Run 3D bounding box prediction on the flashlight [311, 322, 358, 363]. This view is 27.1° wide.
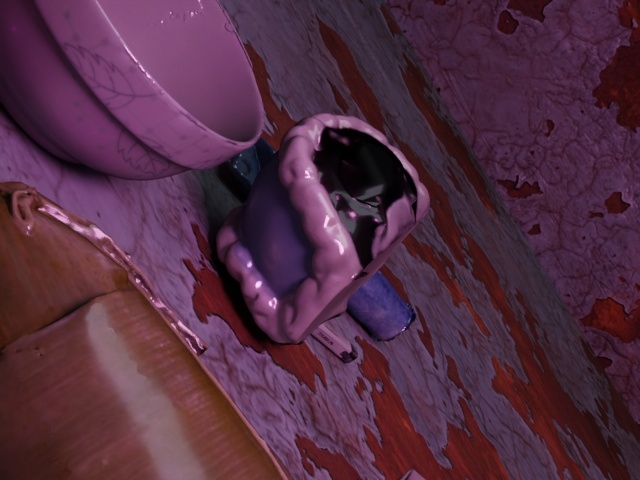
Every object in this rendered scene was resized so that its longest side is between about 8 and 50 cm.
[{"bbox_3d":[0.010,0.104,1.416,0.083,0.018,0.018,43,24,-40],"label":"flashlight"}]

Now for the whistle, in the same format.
[{"bbox_3d":[0.000,0.000,1.486,0.304,0.062,0.062,48,21,-30],"label":"whistle"}]

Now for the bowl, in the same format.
[{"bbox_3d":[-0.185,-0.167,1.120,0.287,0.143,0.287,50,21,-26],"label":"bowl"}]

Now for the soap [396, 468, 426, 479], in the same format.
[{"bbox_3d":[0.092,0.319,1.046,0.199,0.138,0.182,41,22,-10],"label":"soap"}]

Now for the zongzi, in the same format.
[{"bbox_3d":[-0.138,0.102,0.830,0.447,0.181,0.418,59,2,8],"label":"zongzi"}]

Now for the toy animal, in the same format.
[{"bbox_3d":[-0.007,-0.013,1.288,0.156,0.204,0.208,46,36,6],"label":"toy animal"}]
